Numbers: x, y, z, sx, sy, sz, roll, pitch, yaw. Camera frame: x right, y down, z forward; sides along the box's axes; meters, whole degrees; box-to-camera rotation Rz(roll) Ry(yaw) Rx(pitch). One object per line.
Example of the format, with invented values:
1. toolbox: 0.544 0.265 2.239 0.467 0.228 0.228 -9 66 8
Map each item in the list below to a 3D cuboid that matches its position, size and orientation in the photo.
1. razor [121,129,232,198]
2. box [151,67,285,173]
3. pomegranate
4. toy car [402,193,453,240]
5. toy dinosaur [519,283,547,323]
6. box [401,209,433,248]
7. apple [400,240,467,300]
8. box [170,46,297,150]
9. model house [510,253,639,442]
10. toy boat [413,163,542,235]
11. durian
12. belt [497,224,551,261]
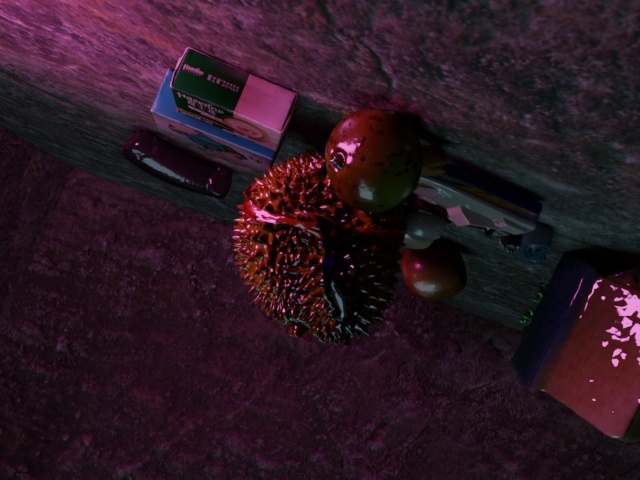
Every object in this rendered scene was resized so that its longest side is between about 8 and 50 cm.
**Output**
1. razor: -0.433 -0.222 1.791 0.327 0.107 0.189 24 173 -26
2. box: -0.193 -0.225 1.150 0.245 0.092 0.153 22 172 -6
3. pomegranate: 0.103 -0.126 0.910 0.205 0.159 0.159 -3 -177 -23
4. toy car: 0.209 -0.055 1.192 0.139 0.112 0.112 23 173 -23
5. toy dinosaur: 0.799 0.277 1.705 0.500 0.143 0.374 11 -160 -41
6. box: 0.192 -0.036 1.469 0.146 0.088 0.200 26 172 -40
7. apple: 0.319 0.081 1.673 0.169 0.180 0.181 -10 157 30
8. box: -0.147 -0.236 1.007 0.199 0.081 0.135 20 173 -6
9. model house: 0.641 0.204 1.253 0.382 0.334 0.343 17 -171 -35
10. toy boat: 0.229 -0.081 1.034 0.296 0.088 0.129 22 173 -12
11. durian: 0.005 0.002 1.129 0.348 0.384 0.347 19 179 0
12. belt: 0.432 0.008 1.237 0.100 0.065 0.179 7 167 22
